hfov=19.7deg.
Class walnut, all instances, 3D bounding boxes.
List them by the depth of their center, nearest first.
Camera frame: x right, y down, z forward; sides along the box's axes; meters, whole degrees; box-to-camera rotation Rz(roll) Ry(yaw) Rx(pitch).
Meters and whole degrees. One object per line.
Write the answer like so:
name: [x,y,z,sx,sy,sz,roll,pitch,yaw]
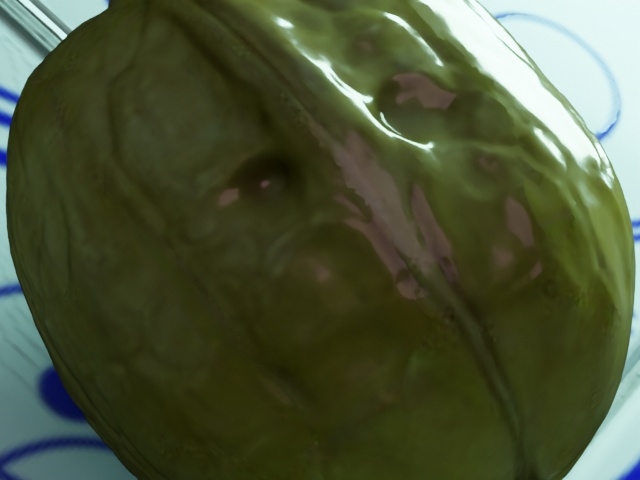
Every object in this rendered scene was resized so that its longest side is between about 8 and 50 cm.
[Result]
walnut: [0.000,0.000,0.615,0.193,0.193,0.226,-19,70,-31]
